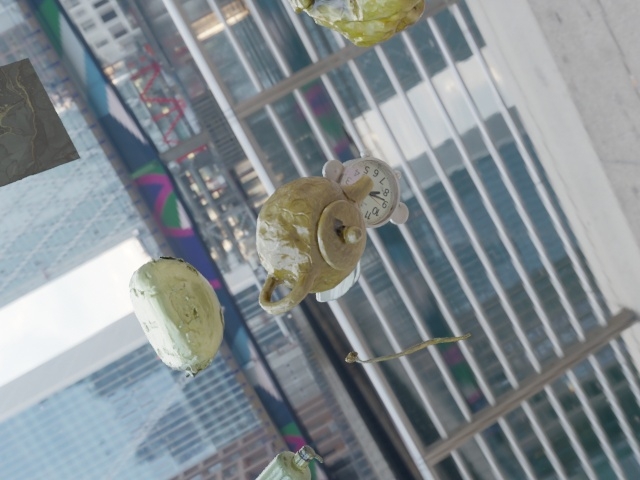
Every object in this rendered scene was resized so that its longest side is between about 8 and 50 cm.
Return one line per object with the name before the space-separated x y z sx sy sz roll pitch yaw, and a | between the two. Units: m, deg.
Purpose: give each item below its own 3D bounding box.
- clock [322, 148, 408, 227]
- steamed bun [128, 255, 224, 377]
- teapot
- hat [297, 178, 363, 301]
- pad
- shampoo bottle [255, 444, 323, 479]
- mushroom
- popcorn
clock | 0.093 -0.103 1.709 0.229 0.155 0.063 30 165 -26
steamed bun | -0.300 0.158 1.767 0.273 0.166 0.232 61 153 4
teapot | 0.000 0.000 1.374 0.167 0.311 0.203 0 137 44
hat | -0.012 0.004 1.660 0.164 0.225 0.219 20 174 -19
pad | -0.636 -0.171 1.377 0.247 0.368 0.007 59 159 19
shampoo bottle | -0.068 0.444 1.487 0.079 0.162 0.079 36 -165 -11
mushroom | 0.191 0.232 1.701 0.026 0.286 0.028 173 89 -77
popcorn | 0.012 -0.394 1.003 0.265 0.225 0.332 44 171 51
